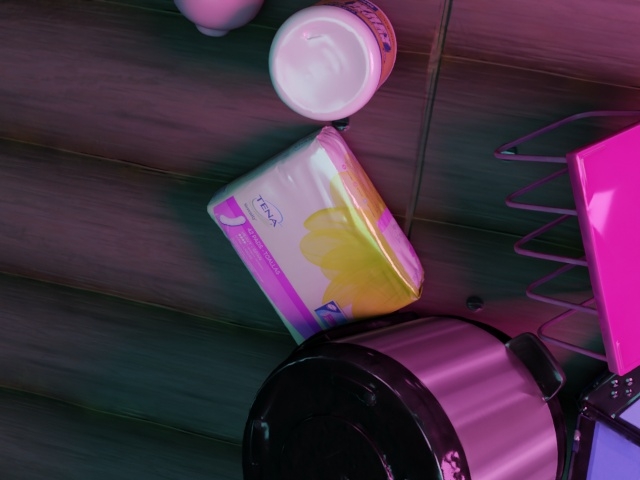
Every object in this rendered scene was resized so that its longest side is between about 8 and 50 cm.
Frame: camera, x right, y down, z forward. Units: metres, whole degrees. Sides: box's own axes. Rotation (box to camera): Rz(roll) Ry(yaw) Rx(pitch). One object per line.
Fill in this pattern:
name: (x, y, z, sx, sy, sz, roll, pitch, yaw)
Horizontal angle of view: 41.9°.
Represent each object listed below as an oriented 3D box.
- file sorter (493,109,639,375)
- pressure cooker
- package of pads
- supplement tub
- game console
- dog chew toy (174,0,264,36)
file sorter: (0.374, -0.013, 1.106, 0.202, 0.182, 0.290, -24, 108, -23)
pressure cooker: (0.141, 0.299, 1.205, 0.370, 0.421, 0.375, 6, 98, 40)
package of pads: (0.000, 0.000, 1.278, 0.229, 0.101, 0.296, -29, 102, 23)
supplement tub: (0.023, -0.250, 1.117, 0.145, 0.199, 0.144, 5, 113, 12)
game console: (0.517, 0.315, 1.196, 0.293, 0.173, 0.250, 31, 116, -19)
dog chew toy: (-0.119, -0.430, 1.090, 0.207, 0.206, 0.331, 18, 122, 7)
